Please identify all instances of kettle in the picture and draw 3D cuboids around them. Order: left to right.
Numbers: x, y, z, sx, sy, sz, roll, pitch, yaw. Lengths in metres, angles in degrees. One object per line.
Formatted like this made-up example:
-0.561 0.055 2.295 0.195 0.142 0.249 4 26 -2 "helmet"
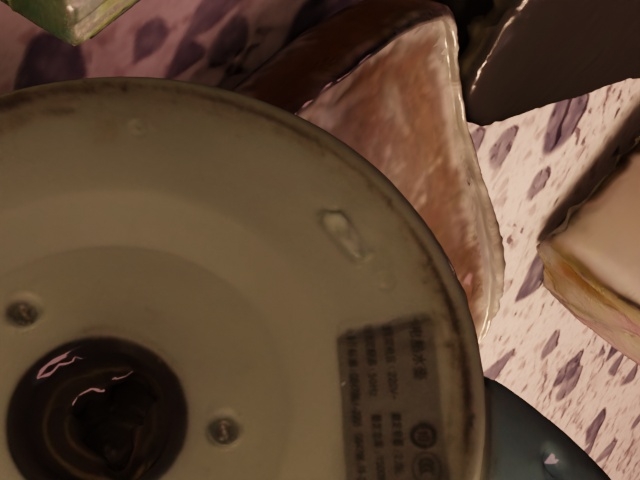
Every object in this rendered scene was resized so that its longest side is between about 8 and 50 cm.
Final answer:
-0.029 0.130 0.685 0.342 0.319 0.247 85 10 -62 "kettle"

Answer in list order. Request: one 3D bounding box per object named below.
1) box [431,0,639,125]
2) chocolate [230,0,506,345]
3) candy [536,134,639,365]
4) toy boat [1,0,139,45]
0.207 -0.222 0.882 0.359 0.091 0.350 -20 146 -52 "box"
0.000 -0.002 0.828 0.157 0.080 0.254 -39 143 -19 "chocolate"
0.268 0.006 1.181 0.185 0.195 0.137 -48 152 -7 "candy"
0.005 -0.195 0.595 0.319 0.092 0.141 -43 153 -28 "toy boat"
